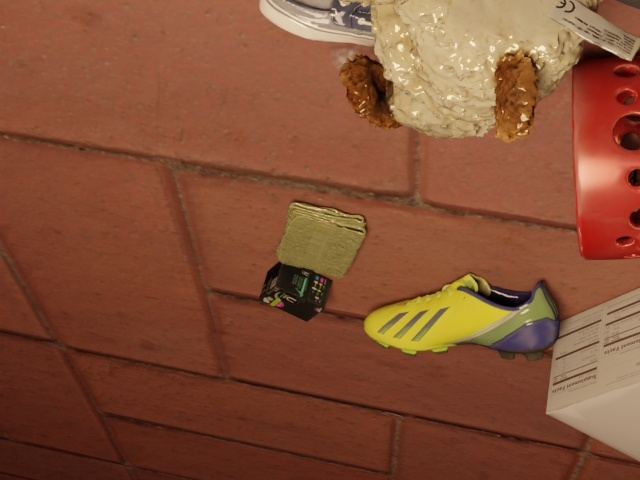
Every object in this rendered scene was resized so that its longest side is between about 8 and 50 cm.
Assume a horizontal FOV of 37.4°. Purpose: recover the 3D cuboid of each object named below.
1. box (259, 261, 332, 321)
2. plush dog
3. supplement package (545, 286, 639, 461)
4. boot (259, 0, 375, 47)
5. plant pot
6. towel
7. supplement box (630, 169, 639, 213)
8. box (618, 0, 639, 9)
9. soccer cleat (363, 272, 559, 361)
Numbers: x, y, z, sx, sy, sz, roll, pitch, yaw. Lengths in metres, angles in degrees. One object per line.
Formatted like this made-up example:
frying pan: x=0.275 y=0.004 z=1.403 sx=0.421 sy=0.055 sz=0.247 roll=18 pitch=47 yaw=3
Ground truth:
box: x=-0.036 y=0.073 z=1.383 sx=0.083 sy=0.052 sz=0.062 roll=26 pitch=148 yaw=-17
plush dog: x=0.136 y=-0.157 z=0.804 sx=0.262 sy=0.211 sz=0.225 roll=-9 pitch=168 yaw=-2
supplement package: x=0.472 y=0.196 z=1.263 sx=0.262 sy=0.145 sz=0.204 roll=29 pitch=145 yaw=-18
boot: x=0.041 y=-0.231 z=0.887 sx=0.190 sy=0.069 sz=0.086 roll=11 pitch=141 yaw=-7
plant pot: x=0.324 y=-0.076 z=0.875 sx=0.174 sy=0.191 sz=0.191 roll=0 pitch=145 yaw=18
towel: x=0.000 y=0.000 z=1.282 sx=0.110 sy=0.027 sz=0.148 roll=16 pitch=147 yaw=-2
supplement box: x=0.365 y=-0.049 z=1.032 sx=0.083 sy=0.043 sz=0.055 roll=21 pitch=146 yaw=-9
box: x=0.178 y=-0.290 z=0.556 sx=0.142 sy=0.247 sz=0.163 roll=20 pitch=148 yaw=-3
soccer cleat: x=0.189 y=0.096 z=1.315 sx=0.289 sy=0.093 sz=0.121 roll=-1 pitch=114 yaw=32
